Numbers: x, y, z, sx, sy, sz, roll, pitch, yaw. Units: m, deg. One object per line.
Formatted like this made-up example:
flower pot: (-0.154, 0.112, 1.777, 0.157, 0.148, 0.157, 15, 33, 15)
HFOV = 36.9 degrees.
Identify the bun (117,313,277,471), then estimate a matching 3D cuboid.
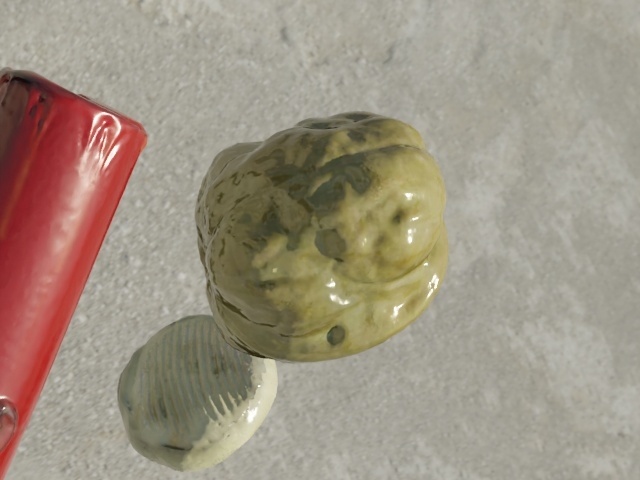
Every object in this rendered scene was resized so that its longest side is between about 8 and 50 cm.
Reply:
bun: (-0.177, 0.227, 1.396, 0.141, 0.239, 0.239, 68, 29, -49)

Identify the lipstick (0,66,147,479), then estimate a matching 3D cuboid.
lipstick: (-0.157, 0.064, 0.412, 0.073, 0.073, 0.280, 23, 89, -30)

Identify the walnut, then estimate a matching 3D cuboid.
walnut: (0.000, -0.002, 1.041, 0.276, 0.282, 0.253, -22, 37, -9)
